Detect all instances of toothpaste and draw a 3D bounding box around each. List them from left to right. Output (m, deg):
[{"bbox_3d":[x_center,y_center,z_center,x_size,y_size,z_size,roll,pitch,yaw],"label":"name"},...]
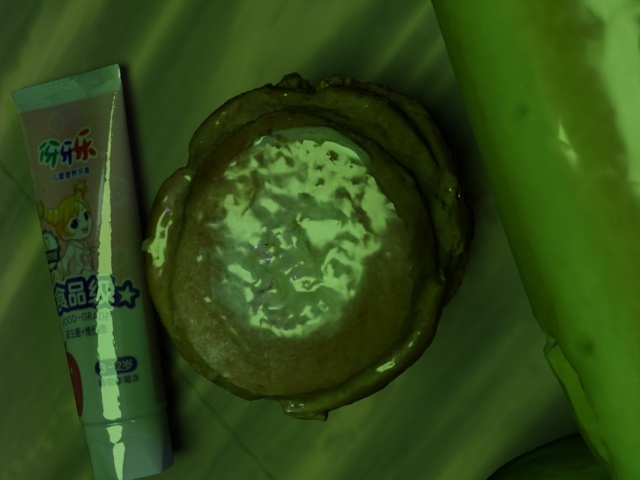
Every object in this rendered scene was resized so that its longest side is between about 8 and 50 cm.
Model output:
[{"bbox_3d":[-0.106,0.017,0.696,0.067,0.043,0.195,-10,91,30],"label":"toothpaste"}]

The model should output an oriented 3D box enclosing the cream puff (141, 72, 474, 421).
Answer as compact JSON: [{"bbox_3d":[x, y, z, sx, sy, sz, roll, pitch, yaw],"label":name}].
[{"bbox_3d":[-0.002,-0.003,0.600,0.126,0.103,0.144,33,115,2],"label":"cream puff"}]

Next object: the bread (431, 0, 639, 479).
[{"bbox_3d":[0.147,-0.131,0.435,0.251,0.208,0.377,-18,93,36],"label":"bread"}]

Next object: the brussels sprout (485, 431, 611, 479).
[{"bbox_3d":[0.103,0.140,0.561,0.151,0.149,0.122,-40,62,-10],"label":"brussels sprout"}]
